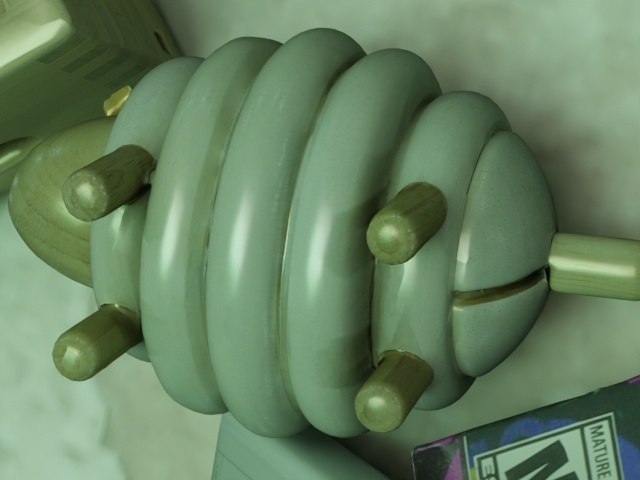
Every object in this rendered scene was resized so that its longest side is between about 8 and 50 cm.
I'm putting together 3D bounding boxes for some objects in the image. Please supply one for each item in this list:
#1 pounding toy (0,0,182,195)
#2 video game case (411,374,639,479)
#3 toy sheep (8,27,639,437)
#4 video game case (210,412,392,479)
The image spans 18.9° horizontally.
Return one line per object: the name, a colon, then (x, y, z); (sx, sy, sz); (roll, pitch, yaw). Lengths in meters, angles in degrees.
pounding toy: (-0.122, -0.060, 0.447); (0.141, 0.100, 0.130); (-30, 79, 13)
video game case: (0.124, 0.111, 0.295); (0.210, 0.042, 0.232); (-20, 56, 23)
toy sheep: (0.000, 0.000, 0.382); (0.132, 0.091, 0.091); (12, 97, 15)
video game case: (0.005, 0.135, 0.351); (0.190, 0.022, 0.173); (-157, 75, -68)
